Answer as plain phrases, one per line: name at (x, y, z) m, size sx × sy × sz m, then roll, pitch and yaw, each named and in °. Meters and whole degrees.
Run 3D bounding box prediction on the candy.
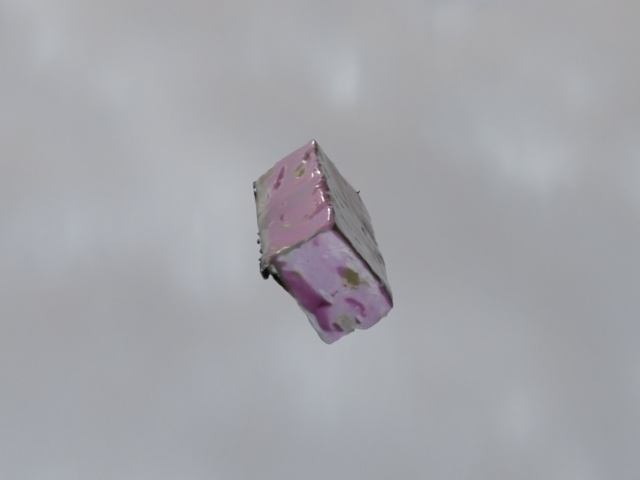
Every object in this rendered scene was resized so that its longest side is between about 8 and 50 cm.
candy at (0.000, 0.000, 1.741) m, size 0.155 × 0.116 × 0.265 m, roll 49°, pitch -166°, yaw -26°
